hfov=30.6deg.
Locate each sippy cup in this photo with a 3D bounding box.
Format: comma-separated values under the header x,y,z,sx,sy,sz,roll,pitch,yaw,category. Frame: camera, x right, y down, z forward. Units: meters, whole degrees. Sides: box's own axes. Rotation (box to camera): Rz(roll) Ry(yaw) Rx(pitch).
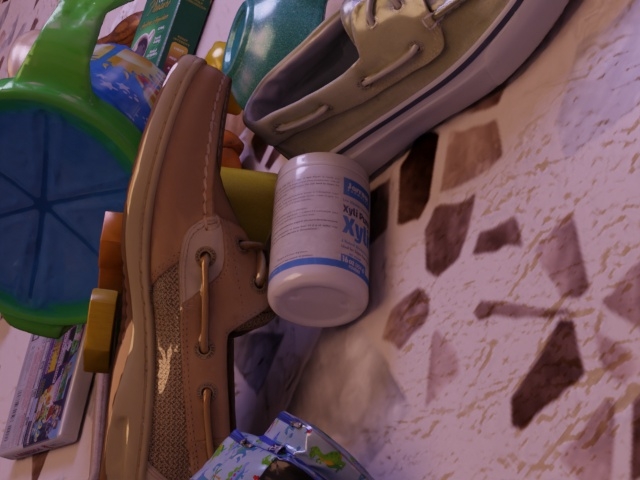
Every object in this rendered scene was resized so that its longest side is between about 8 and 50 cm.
x,y,z,sx,sy,sz,roll,pitch,yaw,category
-0.227,-0.075,1.099,0.305,0.240,0.224,-37,17,26,sippy cup

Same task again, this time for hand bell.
x,y,z,sx,sy,sz,roll,pitch,yaw,category
-0.272,-0.242,1.469,0.242,0.126,0.126,-16,56,41,hand bell

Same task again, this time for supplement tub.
x,y,z,sx,sy,sz,roll,pitch,yaw,category
0.000,0.000,0.815,0.071,0.071,0.107,-36,41,45,supplement tub

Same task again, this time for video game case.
x,y,z,sx,sy,sz,roll,pitch,yaw,category
-0.284,0.130,1.269,0.183,0.023,0.201,-24,49,53,video game case

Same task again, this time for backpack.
x,y,z,sx,sy,sz,roll,pitch,yaw,category
-0.016,0.156,0.701,0.084,0.105,0.114,-50,23,-16,backpack

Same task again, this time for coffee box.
x,y,z,sx,sy,sz,roll,pitch,yaw,category
-0.183,-0.198,1.312,0.113,0.040,0.184,-2,68,59,coffee box

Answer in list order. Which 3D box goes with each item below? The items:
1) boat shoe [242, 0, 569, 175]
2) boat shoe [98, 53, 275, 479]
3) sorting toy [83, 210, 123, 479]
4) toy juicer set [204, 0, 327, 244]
x,y,z,sx,sy,sz,roll,pitch,yaw,category
0.057,-0.136,0.788,0.302,0.094,0.109,-42,37,39,boat shoe
-0.085,0.037,0.852,0.121,0.110,0.341,54,-138,-88,boat shoe
-0.166,0.131,0.939,0.307,0.041,0.229,106,169,-52,sorting toy
-0.038,-0.162,0.993,0.209,0.090,0.329,-138,64,-72,toy juicer set
